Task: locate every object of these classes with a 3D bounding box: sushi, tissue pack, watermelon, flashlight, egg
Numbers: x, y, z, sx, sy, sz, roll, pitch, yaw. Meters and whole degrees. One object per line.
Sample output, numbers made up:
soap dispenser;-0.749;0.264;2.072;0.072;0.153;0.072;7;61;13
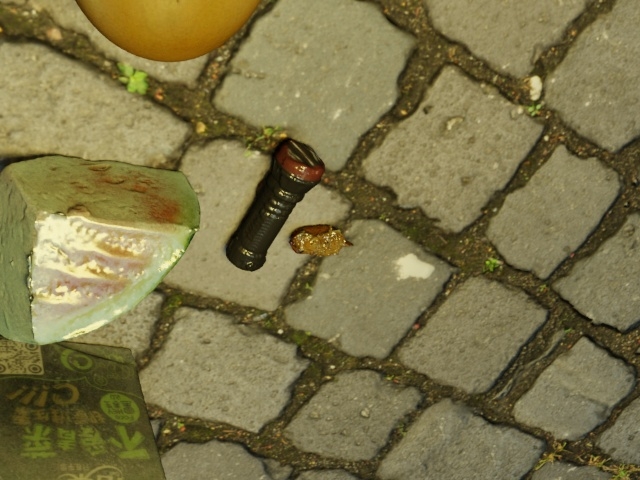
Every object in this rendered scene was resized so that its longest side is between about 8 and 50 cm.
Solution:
sushi;0.000;0.004;1.663;0.118;0.060;0.061;-12;123;-16
tissue pack;-0.410;0.317;1.501;0.288;0.394;0.124;9;120;-29
watermelon;-0.376;-0.012;1.415;0.387;0.228;0.258;-32;121;-5
flashlight;-0.082;-0.052;1.578;0.093;0.093;0.232;17;121;-32
egg;-0.182;-0.388;1.158;0.283;0.282;0.351;-6;125;-19
